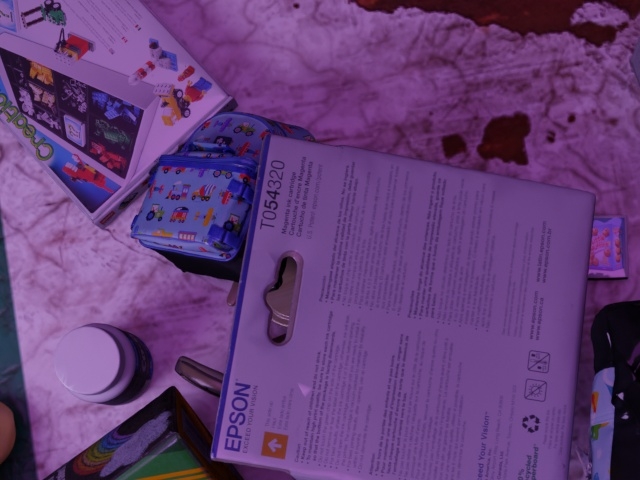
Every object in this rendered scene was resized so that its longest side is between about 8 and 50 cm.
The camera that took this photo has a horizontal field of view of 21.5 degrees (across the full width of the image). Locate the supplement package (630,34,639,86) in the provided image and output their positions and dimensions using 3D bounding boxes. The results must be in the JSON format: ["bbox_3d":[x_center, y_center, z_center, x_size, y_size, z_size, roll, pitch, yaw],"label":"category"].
[{"bbox_3d":[0.385,-0.162,1.581,0.139,0.244,0.134,-21,81,3],"label":"supplement package"}]

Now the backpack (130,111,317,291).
[{"bbox_3d":[-0.088,-0.053,1.662,0.158,0.117,0.173,12,73,41],"label":"backpack"}]

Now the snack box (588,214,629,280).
[{"bbox_3d":[0.217,0.008,1.687,0.178,0.022,0.064,-1,81,6],"label":"snack box"}]

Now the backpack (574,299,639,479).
[{"bbox_3d":[0.369,0.259,1.490,0.290,0.273,0.355,2,62,4],"label":"backpack"}]

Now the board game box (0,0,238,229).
[{"bbox_3d":[-0.258,-0.187,1.742,0.193,0.053,0.305,-42,81,-2],"label":"board game box"}]

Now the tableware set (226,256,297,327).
[{"bbox_3d":[0.000,0.000,1.702,0.128,0.039,0.194,17,79,19],"label":"tableware set"}]

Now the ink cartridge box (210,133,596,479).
[{"bbox_3d":[0.081,0.083,1.589,0.330,0.071,0.324,10,72,-3],"label":"ink cartridge box"}]

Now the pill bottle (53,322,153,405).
[{"bbox_3d":[-0.214,0.122,1.655,0.078,0.137,0.078,-1,83,5],"label":"pill bottle"}]

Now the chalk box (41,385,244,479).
[{"bbox_3d":[-0.200,0.307,1.587,0.289,0.180,0.179,-37,101,1],"label":"chalk box"}]

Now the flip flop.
[{"bbox_3d":[-0.003,0.129,1.649,0.277,0.112,0.080,3,83,1],"label":"flip flop"}]

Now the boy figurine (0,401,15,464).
[{"bbox_3d":[-0.372,0.280,1.637,0.092,0.177,0.285,4,65,14],"label":"boy figurine"}]
